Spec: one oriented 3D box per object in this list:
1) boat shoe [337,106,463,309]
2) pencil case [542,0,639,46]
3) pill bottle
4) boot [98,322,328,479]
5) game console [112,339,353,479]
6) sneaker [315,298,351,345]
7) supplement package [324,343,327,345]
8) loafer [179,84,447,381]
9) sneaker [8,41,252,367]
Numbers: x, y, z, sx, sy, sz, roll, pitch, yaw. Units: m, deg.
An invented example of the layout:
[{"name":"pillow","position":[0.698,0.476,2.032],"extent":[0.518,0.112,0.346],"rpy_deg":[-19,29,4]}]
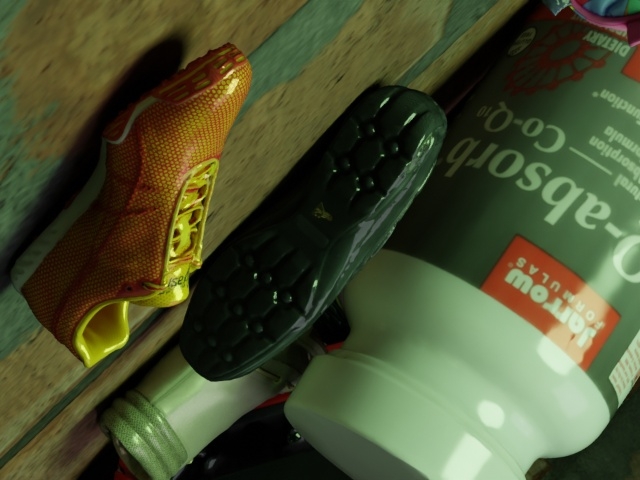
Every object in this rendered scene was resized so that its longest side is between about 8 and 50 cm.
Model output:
[{"name":"boat shoe","position":[0.122,-0.057,1.543],"extent":[0.302,0.109,0.094],"rpy_deg":[-42,-163,9]},{"name":"pencil case","position":[0.223,-0.193,1.257],"extent":[0.104,0.104,0.236],"rpy_deg":[-49,171,29]},{"name":"pill bottle","position":[0.147,0.020,1.347],"extent":[0.363,0.210,0.210],"rpy_deg":[-55,175,-15]},{"name":"boot","position":[-0.075,0.108,1.377],"extent":[0.165,0.077,0.213],"rpy_deg":[-44,166,-8]},{"name":"game console","position":[-0.037,0.248,1.627],"extent":[0.386,0.060,0.342],"rpy_deg":[-10,125,-45]},{"name":"sneaker","position":[0.068,0.018,1.697],"extent":[0.209,0.069,0.082],"rpy_deg":[-50,174,37]},{"name":"supplement package","position":[-0.043,0.230,1.837],"extent":[0.293,0.175,0.177],"rpy_deg":[-41,172,-26]},{"name":"loafer","position":[0.000,0.000,1.190],"extent":[0.223,0.076,0.078],"rpy_deg":[-50,164,12]},{"name":"sneaker","position":[-0.066,-0.015,0.798],"extent":[0.064,0.067,0.175],"rpy_deg":[-34,166,-46]}]
